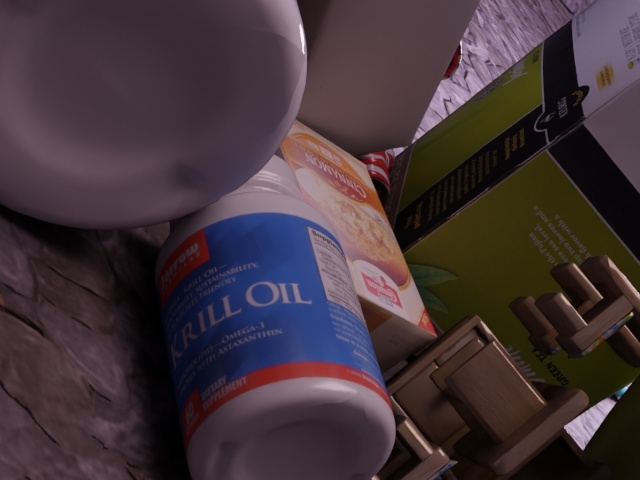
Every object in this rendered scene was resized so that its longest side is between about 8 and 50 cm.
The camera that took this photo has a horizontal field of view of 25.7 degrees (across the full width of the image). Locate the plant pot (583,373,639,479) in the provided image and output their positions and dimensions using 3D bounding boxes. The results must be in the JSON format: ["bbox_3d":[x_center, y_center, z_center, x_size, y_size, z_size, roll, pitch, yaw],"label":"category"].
[{"bbox_3d":[0.339,0.171,1.084,0.275,0.293,0.274,15,58,-25],"label":"plant pot"}]

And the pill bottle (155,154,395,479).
[{"bbox_3d":[-0.037,0.048,0.874,0.124,0.124,0.221,34,27,-40],"label":"pill bottle"}]

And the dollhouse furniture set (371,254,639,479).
[{"bbox_3d":[0.139,0.143,0.981,0.161,0.212,0.242,51,-6,0],"label":"dollhouse furniture set"}]

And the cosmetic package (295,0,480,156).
[{"bbox_3d":[0.022,-0.255,1.113,0.156,0.385,0.217,-13,59,-26],"label":"cosmetic package"}]

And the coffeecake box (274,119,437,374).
[{"bbox_3d":[0.000,0.000,1.103,0.142,0.068,0.185,30,31,-47],"label":"coffeecake box"}]

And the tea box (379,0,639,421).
[{"bbox_3d":[0.232,-0.035,1.282,0.220,0.323,0.329,49,22,-13],"label":"tea box"}]

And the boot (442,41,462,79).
[{"bbox_3d":[0.065,-0.278,1.410,0.236,0.085,0.178,62,0,-26],"label":"boot"}]

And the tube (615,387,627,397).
[{"bbox_3d":[0.300,0.127,1.566,0.207,0.052,0.080,31,40,-55],"label":"tube"}]

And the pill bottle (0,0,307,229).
[{"bbox_3d":[-0.145,-0.212,0.920,0.224,0.224,0.392,37,26,-36],"label":"pill bottle"}]

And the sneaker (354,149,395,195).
[{"bbox_3d":[0.049,-0.064,1.343,0.118,0.042,0.067,55,31,-71],"label":"sneaker"}]
